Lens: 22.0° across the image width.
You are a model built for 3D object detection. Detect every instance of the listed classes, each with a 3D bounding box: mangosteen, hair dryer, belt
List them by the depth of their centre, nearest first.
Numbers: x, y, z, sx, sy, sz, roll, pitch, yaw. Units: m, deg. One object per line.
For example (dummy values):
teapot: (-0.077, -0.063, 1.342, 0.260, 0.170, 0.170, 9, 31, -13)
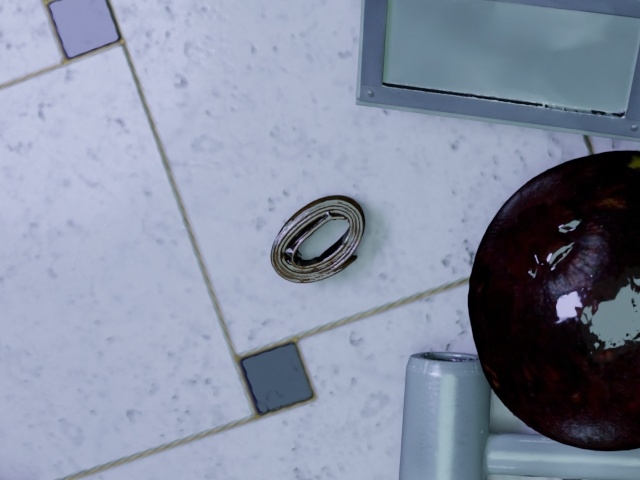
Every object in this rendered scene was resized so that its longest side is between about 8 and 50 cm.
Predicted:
mangosteen: (0.235, 0.057, 1.226, 0.228, 0.228, 0.265, -46, 128, 9)
hair dryer: (0.182, 0.160, 1.300, 0.236, 0.073, 0.131, 4, 94, 5)
belt: (0.000, 0.000, 1.326, 0.083, 0.036, 0.059, -38, 96, 9)

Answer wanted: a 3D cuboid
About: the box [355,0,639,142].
box: (0.145, -0.159, 1.238, 0.225, 0.086, 0.129, 8, 131, 7)
